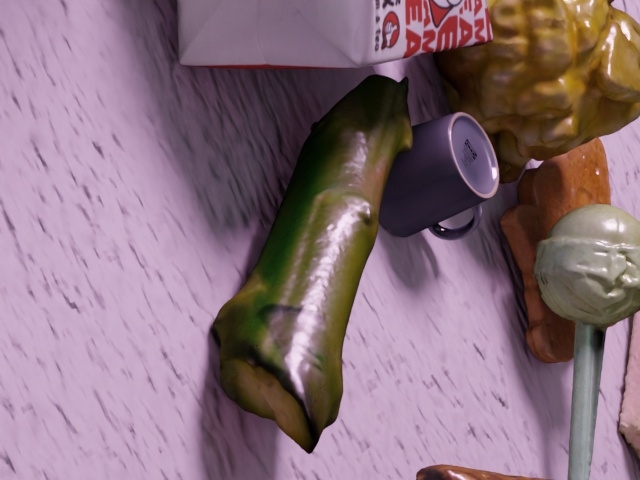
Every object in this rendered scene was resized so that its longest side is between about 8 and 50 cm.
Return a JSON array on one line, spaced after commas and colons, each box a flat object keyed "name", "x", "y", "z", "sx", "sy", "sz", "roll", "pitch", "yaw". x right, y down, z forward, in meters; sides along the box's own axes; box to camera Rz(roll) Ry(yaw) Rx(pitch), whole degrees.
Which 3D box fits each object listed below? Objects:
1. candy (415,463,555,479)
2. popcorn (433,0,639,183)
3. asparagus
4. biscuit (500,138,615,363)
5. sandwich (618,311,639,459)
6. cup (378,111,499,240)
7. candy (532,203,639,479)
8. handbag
[{"name": "candy", "x": 0.127, "y": 0.285, "z": 1.277, "sx": 0.143, "sy": 0.101, "sz": 0.271, "roll": 9, "pitch": 71, "yaw": -46}, {"name": "popcorn", "x": 0.177, "y": -0.153, "z": 1.531, "sx": 0.218, "sy": 0.169, "sz": 0.189, "roll": -4, "pitch": 76, "yaw": -76}, {"name": "asparagus", "x": 0.001, "y": 0.001, "z": 1.259, "sx": 0.082, "sy": 0.085, "sz": 0.343, "roll": 53, "pitch": 34, "yaw": -31}, {"name": "biscuit", "x": 0.205, "y": 0.002, "z": 1.612, "sx": 0.162, "sy": 0.035, "sz": 0.250, "roll": 53, "pitch": 41, "yaw": -32}, {"name": "sandwich", "x": 0.303, "y": 0.137, "z": 1.669, "sx": 0.162, "sy": 0.058, "sz": 0.193, "roll": -24, "pitch": 95, "yaw": -58}, {"name": "cup", "x": 0.088, "y": -0.042, "z": 1.422, "sx": 0.100, "sy": 0.077, "sz": 0.078, "roll": 51, "pitch": 36, "yaw": -29}, {"name": "candy", "x": 0.203, "y": 0.134, "z": 1.480, "sx": 0.093, "sy": 0.092, "sz": 0.335, "roll": 15, "pitch": 73, "yaw": -31}, {"name": "handbag", "x": 0.033, "y": -0.211, "z": 1.325, "sx": 0.298, "sy": 0.151, "sz": 0.171, "roll": -20, "pitch": 111, "yaw": -57}]
